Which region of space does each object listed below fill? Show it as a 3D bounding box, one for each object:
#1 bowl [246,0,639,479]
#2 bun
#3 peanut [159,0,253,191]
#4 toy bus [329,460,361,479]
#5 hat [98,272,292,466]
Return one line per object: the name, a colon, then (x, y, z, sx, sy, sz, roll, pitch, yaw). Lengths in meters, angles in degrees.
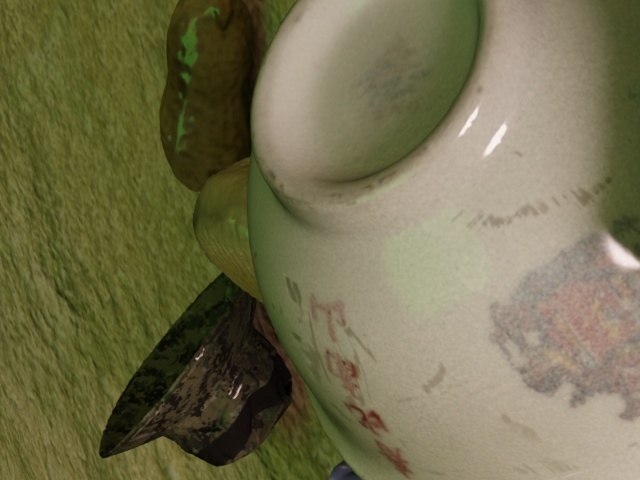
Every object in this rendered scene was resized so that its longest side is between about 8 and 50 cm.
bowl: (0.088, -0.063, 0.895, 0.435, 0.196, 0.435, -23, 53, 33)
bun: (0.000, 0.000, 1.283, 0.220, 0.134, 0.220, 34, 167, 9)
peanut: (-0.110, -0.147, 1.462, 0.099, 0.099, 0.214, 38, 135, 43)
toy bus: (0.099, 0.235, 1.274, 0.292, 0.125, 0.133, -16, 89, 57)
hat: (-0.104, 0.149, 1.531, 0.128, 0.265, 0.265, 42, 148, -10)
